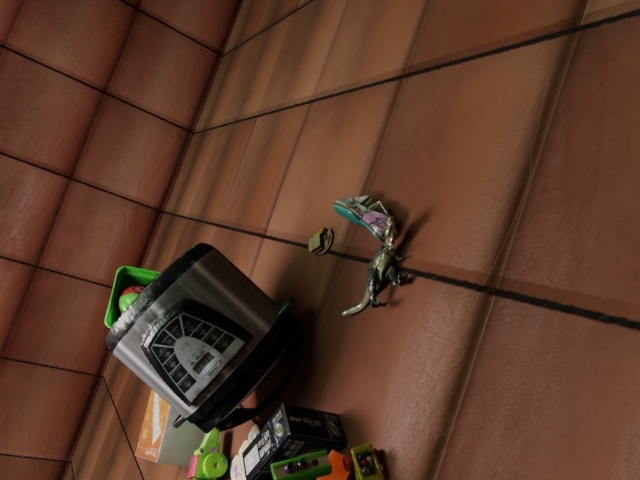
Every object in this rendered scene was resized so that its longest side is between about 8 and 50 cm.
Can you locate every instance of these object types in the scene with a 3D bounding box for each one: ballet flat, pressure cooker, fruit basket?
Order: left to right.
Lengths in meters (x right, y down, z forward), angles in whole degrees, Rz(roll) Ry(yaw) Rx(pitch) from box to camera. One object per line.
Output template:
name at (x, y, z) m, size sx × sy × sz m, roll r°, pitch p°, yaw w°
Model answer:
fruit basket at (-0.547, 0.230, 1.831) m, size 0.392 × 0.392 × 0.283 m, roll -36°, pitch 42°, yaw 43°
pressure cooker at (-0.263, 0.257, 1.326) m, size 0.370 × 0.420 × 0.375 m, roll -43°, pitch 4°, yaw 46°
ballet flat at (0.113, -0.066, 1.255) m, size 0.079 × 0.077 × 0.221 m, roll -49°, pitch 35°, yaw -2°

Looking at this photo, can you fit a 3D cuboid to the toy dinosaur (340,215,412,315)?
toy dinosaur at (0.129, 0.084, 1.136) m, size 0.268 × 0.064 × 0.118 m, roll -65°, pitch 28°, yaw 18°

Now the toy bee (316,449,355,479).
toy bee at (-0.029, 0.547, 0.968) m, size 0.195 × 0.298 × 0.162 m, roll 36°, pitch 141°, yaw 36°

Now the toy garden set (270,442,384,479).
toy garden set at (0.042, 0.471, 0.899) m, size 0.244 × 0.204 × 0.049 m, roll -115°, pitch 27°, yaw -42°

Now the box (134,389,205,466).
box at (-0.435, 0.521, 1.659) m, size 0.215 × 0.168 × 0.345 m, roll -22°, pitch 53°, yaw 52°

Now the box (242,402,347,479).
box at (-0.058, 0.445, 1.114) m, size 0.180 × 0.147 × 0.077 m, roll -54°, pitch 33°, yaw 22°

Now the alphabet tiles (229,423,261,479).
alphabet tiles at (-0.169, 0.617, 1.311) m, size 0.284 × 0.021 × 0.278 m, roll -59°, pitch 31°, yaw 14°

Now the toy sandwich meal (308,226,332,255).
toy sandwich meal at (0.000, 0.000, 1.425) m, size 0.085 × 0.029 × 0.085 m, roll -37°, pitch 42°, yaw 43°

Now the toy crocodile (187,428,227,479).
toy crocodile at (-0.330, 0.684, 1.427) m, size 0.115 × 0.105 × 0.340 m, roll -41°, pitch 37°, yaw 55°
